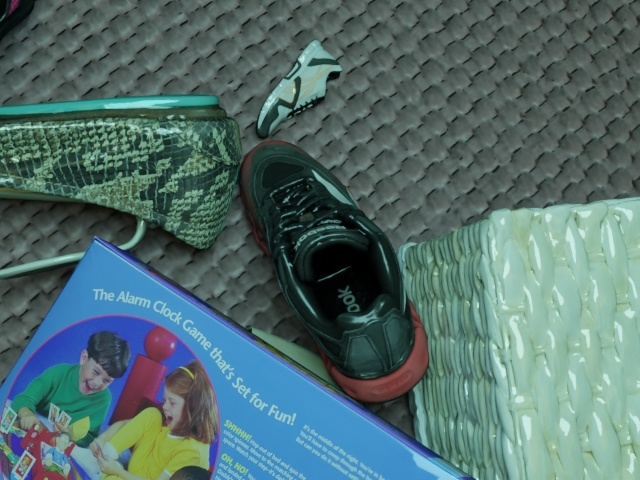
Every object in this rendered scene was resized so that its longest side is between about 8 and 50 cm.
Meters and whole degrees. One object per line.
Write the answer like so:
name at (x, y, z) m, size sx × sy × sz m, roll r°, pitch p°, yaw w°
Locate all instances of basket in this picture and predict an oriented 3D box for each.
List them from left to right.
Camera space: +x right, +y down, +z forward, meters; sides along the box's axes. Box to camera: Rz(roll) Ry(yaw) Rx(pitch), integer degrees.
basket at (0.257, 0.135, 0.864) m, size 0.328 × 0.266 × 0.331 m, roll -5°, pitch 84°, yaw -8°

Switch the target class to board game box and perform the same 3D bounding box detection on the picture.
board game box at (-0.090, 0.186, 0.797) m, size 0.347 × 0.078 × 0.233 m, roll 31°, pitch 87°, yaw 20°

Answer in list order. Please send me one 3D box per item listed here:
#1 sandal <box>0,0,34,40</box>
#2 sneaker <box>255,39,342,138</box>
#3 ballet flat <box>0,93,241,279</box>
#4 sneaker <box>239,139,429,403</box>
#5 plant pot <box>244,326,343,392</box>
sandal at (-0.291, -0.207, 0.910) m, size 0.067 × 0.040 × 0.179 m, roll 9°, pitch 36°, yaw -6°
sneaker at (-0.020, -0.137, 0.983) m, size 0.043 × 0.040 × 0.109 m, roll 37°, pitch 80°, yaw -2°
ballet flat at (-0.311, -0.056, 0.889) m, size 0.482 × 0.164 × 0.182 m, roll 5°, pitch 97°, yaw -8°
sneaker at (0.001, 0.000, 0.882) m, size 0.097 × 0.135 × 0.276 m, roll -27°, pitch 57°, yaw -3°
plant pot at (-0.039, 0.139, 0.913) m, size 0.096 × 0.109 × 0.109 m, roll 14°, pitch 80°, yaw -18°
